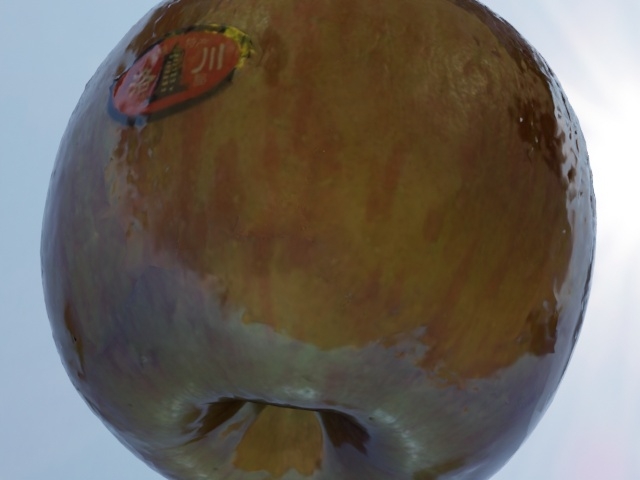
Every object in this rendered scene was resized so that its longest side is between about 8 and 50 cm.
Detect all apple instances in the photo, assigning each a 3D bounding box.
[{"bbox_3d":[0.000,0.000,0.682,0.211,0.211,0.187,11,-124,-11],"label":"apple"}]
